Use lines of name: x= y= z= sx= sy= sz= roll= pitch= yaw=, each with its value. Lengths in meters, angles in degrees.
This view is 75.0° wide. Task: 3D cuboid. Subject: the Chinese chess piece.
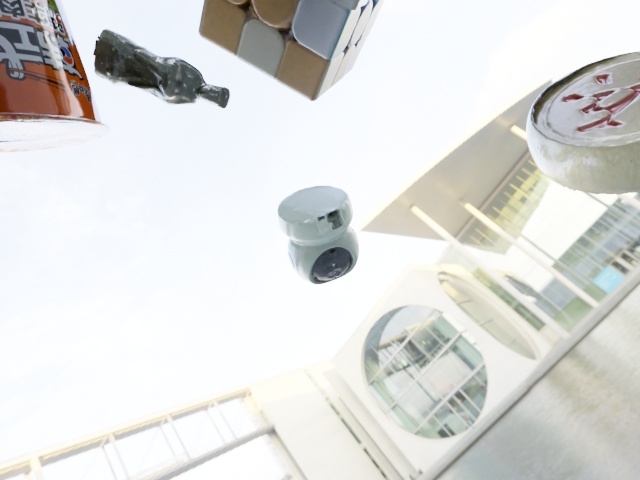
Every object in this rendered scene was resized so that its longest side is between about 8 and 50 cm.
Chinese chess piece: x=0.444 y=-0.176 z=0.619 sx=0.250 sy=0.250 sz=0.103 roll=-40 pitch=-54 yaw=-7

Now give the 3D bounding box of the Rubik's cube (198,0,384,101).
Rubik's cube: x=-0.043 y=-0.617 z=1.038 sx=0.344 sy=0.347 sz=0.346 roll=-59 pitch=-1 yaw=41

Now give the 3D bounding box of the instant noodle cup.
instant noodle cup: x=-0.424 y=-0.224 z=0.530 sx=0.250 sy=0.250 sz=0.192 roll=-16 pitch=-79 yaw=-41

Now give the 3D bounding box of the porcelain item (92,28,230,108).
porcelain item: x=-0.254 y=-0.264 z=0.687 sx=0.069 sy=0.216 sz=0.081 roll=-78 pitch=10 yaw=-72

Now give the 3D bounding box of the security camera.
security camera: x=0.000 y=0.000 z=1.073 sx=0.194 sy=0.194 sz=0.236 roll=-29 pitch=-52 yaw=-26
